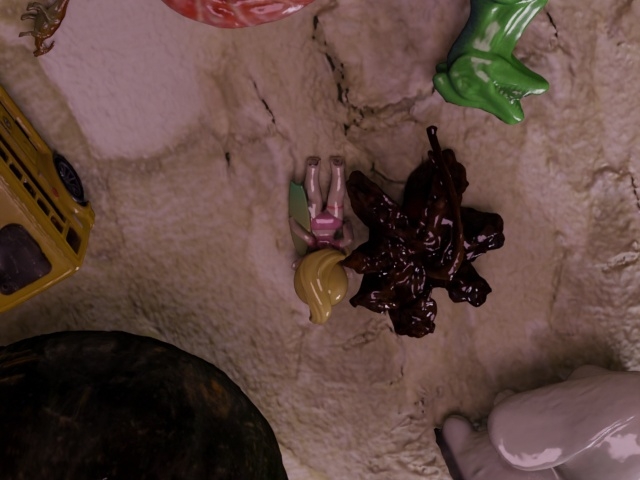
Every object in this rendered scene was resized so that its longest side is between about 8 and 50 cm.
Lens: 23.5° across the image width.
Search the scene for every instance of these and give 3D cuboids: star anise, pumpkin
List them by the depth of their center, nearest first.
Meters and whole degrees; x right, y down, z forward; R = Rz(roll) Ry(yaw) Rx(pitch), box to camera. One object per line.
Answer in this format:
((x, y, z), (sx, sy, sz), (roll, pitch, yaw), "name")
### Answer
((-0.247, 0.299, 1.699), (0.454, 0.344, 0.454), (-4, 134, -4), "pumpkin")
((0.110, 0.011, 1.707), (0.190, 0.126, 0.220), (-36, 121, 6), "star anise")

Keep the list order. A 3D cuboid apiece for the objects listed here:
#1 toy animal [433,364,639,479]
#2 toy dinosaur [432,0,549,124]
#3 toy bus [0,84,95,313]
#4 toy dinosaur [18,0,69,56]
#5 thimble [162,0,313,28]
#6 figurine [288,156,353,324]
((0.290, 0.257, 1.838), (0.249, 0.174, 0.289), (25, 114, -20), "toy animal")
((0.092, -0.361, 1.523), (0.500, 0.144, 0.374), (26, 121, -17), "toy dinosaur")
((-0.373, -0.093, 1.576), (0.145, 0.151, 0.331), (-28, 119, 11), "toy bus")
((-0.281, -0.235, 1.579), (0.041, 0.026, 0.113), (14, 125, -22), "toy dinosaur")
((-0.075, -0.330, 1.476), (0.239, 0.162, 0.239), (-3, 120, -5), "thimble")
((0.000, 0.000, 1.723), (0.083, 0.083, 0.187), (2, 109, -8), "figurine")
